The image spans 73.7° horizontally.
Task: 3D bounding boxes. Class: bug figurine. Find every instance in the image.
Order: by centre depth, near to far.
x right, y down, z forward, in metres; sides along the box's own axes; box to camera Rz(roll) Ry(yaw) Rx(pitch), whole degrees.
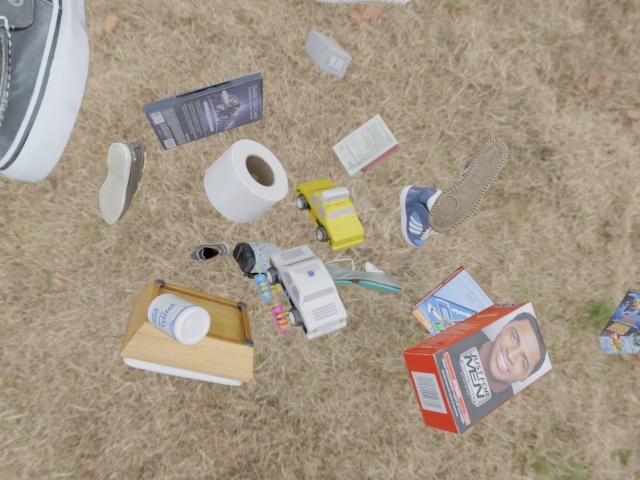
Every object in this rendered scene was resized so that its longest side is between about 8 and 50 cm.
[{"bbox_3d":[-0.109,0.184,1.398,0.072,0.279,0.216,-24,79,31],"label":"bug figurine"}]

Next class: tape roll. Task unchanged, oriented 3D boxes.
[{"bbox_3d":[-0.258,-0.204,1.493,0.169,0.246,0.246,-32,89,35],"label":"tape roll"}]

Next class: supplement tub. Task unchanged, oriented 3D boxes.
[{"bbox_3d":[-0.259,0.143,0.783,0.071,0.107,0.070,-15,110,-47],"label":"supplement tub"}]

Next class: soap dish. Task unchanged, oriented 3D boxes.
[{"bbox_3d":[-0.296,0.210,1.003,0.291,0.229,0.118,20,107,-22],"label":"soap dish"}]

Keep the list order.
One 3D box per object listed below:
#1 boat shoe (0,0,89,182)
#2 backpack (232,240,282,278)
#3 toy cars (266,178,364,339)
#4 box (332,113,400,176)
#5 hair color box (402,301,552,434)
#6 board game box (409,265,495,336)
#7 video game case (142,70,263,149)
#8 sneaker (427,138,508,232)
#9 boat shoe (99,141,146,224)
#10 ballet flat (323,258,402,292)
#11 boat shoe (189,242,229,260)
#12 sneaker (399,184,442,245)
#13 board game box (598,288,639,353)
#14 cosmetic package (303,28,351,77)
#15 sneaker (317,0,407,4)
[{"bbox_3d":[-0.295,-0.225,0.392,0.121,0.119,0.334,-1,85,33],"label":"boat shoe"},{"bbox_3d":[-0.236,0.071,1.683,0.182,0.115,0.151,8,40,-44],"label":"backpack"},{"bbox_3d":[0.000,0.000,0.841,0.177,0.087,0.393,17,49,-1],"label":"toy cars"},{"bbox_3d":[0.192,-0.383,1.767,0.232,0.127,0.148,-33,83,16],"label":"box"},{"bbox_3d":[0.150,0.112,0.399,0.141,0.043,0.071,-17,88,-32],"label":"hair color box"},{"bbox_3d":[0.338,0.204,0.926,0.145,0.027,0.281,-41,100,5],"label":"board game box"},{"bbox_3d":[-0.274,-0.313,1.052,0.275,0.196,0.026,-22,81,-12],"label":"video game case"},{"bbox_3d":[0.399,-0.136,1.171,0.099,0.153,0.282,38,97,10],"label":"sneaker"},{"bbox_3d":[-0.665,-0.190,1.443,0.117,0.097,0.324,38,124,14],"label":"boat shoe"},{"bbox_3d":[0.088,0.078,1.007,0.214,0.072,0.068,5,74,12],"label":"ballet flat"},{"bbox_3d":[-0.445,0.046,1.658,0.183,0.066,0.066,-15,95,24],"label":"boat shoe"},{"bbox_3d":[0.452,-0.071,1.710,0.130,0.236,0.322,-45,136,-26],"label":"sneaker"},{"bbox_3d":[0.777,0.212,1.014,0.194,0.194,0.060,-33,109,-13],"label":"board game box"},{"bbox_3d":[0.029,-0.835,1.903,0.127,0.237,0.107,10,125,-31],"label":"cosmetic package"},{"bbox_3d":[0.079,-0.410,0.666,0.235,0.090,0.094,-23,58,-27],"label":"sneaker"}]
